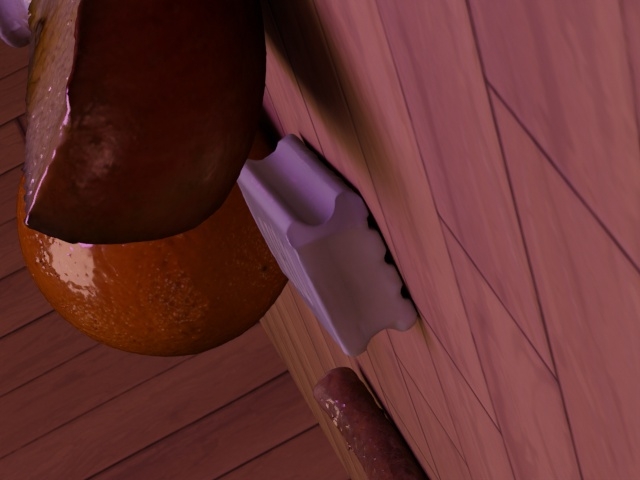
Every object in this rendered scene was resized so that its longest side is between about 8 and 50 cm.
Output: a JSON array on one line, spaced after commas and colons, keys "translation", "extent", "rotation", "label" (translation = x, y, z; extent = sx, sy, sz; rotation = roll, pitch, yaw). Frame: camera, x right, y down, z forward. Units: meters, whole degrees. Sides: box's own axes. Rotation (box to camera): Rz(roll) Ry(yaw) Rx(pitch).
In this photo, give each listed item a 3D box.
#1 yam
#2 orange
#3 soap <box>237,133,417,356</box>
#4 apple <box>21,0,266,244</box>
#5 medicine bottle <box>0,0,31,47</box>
[{"translation": [0.074, 0.249, 1.931], "extent": [0.300, 0.066, 0.066], "rotation": [57, 172, 41], "label": "yam"}, {"translation": [-0.153, -0.023, 1.675], "extent": [0.274, 0.274, 0.274], "rotation": [61, 174, 11], "label": "orange"}, {"translation": [0.000, 0.000, 1.407], "extent": [0.119, 0.066, 0.198], "rotation": [62, 174, -22], "label": "soap"}, {"translation": [-0.126, -0.142, 1.219], "extent": [0.346, 0.179, 0.254], "rotation": [-98, -18, -56], "label": "apple"}, {"translation": [-0.222, -0.248, 1.606], "extent": [0.147, 0.143, 0.147], "rotation": [-3, -90, -76], "label": "medicine bottle"}]
